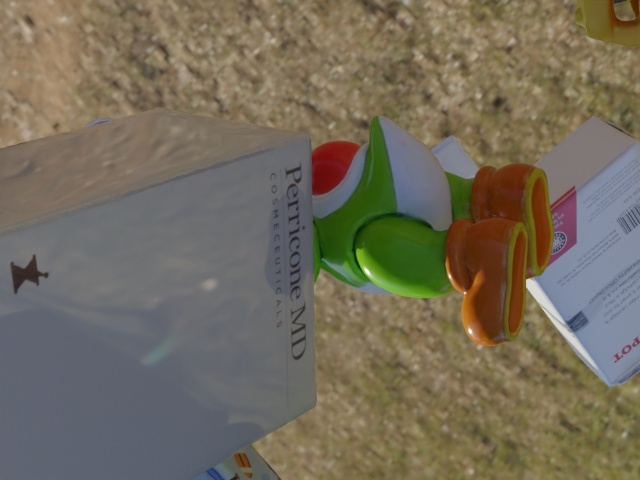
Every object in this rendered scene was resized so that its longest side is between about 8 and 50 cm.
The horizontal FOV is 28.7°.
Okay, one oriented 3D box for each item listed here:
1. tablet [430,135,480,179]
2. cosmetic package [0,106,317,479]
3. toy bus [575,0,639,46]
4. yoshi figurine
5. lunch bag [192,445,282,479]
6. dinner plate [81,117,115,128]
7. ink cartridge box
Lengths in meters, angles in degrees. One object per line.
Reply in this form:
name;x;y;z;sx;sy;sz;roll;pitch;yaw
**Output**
tablet;0.125;-0.070;1.348;0.083;0.006;0.054;-36;105;14
cosmetic package;-0.200;0.071;0.817;0.162;0.453;0.230;12;113;35
toy bus;0.222;-0.184;0.791;0.220;0.211;0.149;9;134;16
yoshi figurine;0.005;0.020;1.074;0.362;0.203;0.203;6;163;21
lunch bag;-0.187;0.281;1.348;0.243;0.115;0.303;-32;109;18
dinner plate;-0.236;-0.058;1.226;0.141;0.141;0.017;-6;148;47
ink cartridge box;0.277;0.013;1.218;0.218;0.158;0.092;50;-179;-28
